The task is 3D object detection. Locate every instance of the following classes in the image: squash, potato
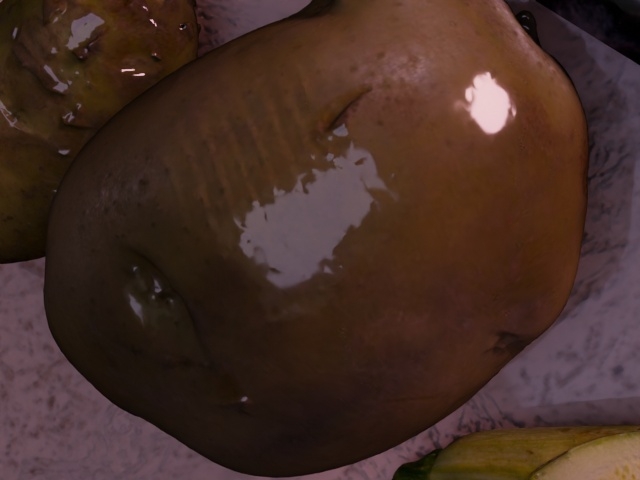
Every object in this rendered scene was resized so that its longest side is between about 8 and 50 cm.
[{"bbox_3d":[0.127,0.150,0.750,0.200,0.075,0.090,-3,119,22],"label":"squash"},{"bbox_3d":[-0.175,-0.087,0.827,0.149,0.113,0.251,40,115,5],"label":"potato"},{"bbox_3d":[0.000,0.000,0.708,0.326,0.221,0.243,-28,82,16],"label":"potato"}]

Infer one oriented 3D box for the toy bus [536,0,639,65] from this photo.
[{"bbox_3d":[0.197,-0.161,0.673,0.303,0.127,0.147,37,101,16],"label":"toy bus"}]
